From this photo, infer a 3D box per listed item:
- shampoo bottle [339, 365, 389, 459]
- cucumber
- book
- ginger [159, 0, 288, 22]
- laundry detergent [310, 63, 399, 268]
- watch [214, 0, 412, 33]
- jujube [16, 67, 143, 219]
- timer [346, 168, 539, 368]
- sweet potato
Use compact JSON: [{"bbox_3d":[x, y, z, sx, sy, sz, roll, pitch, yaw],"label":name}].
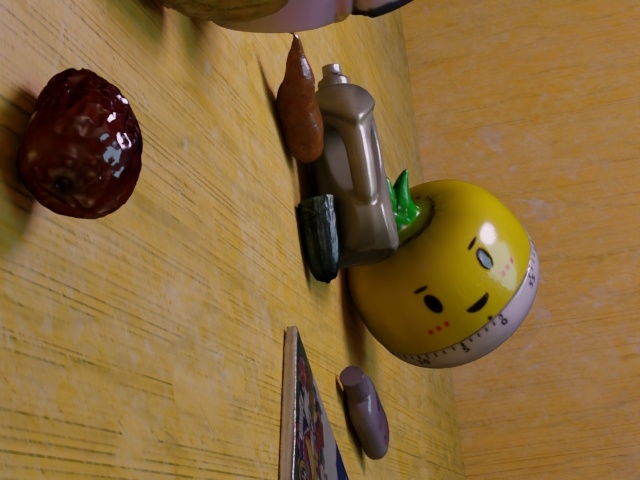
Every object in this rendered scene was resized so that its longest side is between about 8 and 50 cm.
[{"bbox_3d":[0.057,0.216,1.975,0.165,0.040,0.080,70,16,-52],"label":"shampoo bottle"},{"bbox_3d":[0.000,0.000,1.837,0.048,0.048,0.105,24,59,-79],"label":"cucumber"},{"bbox_3d":[0.004,0.280,1.672,0.228,0.018,0.322,-89,166,-46],"label":"book"},{"bbox_3d":[-0.105,-0.300,1.267,0.276,0.130,0.221,43,29,-84],"label":"ginger"},{"bbox_3d":[0.034,-0.100,1.919,0.181,0.091,0.253,124,-42,-78],"label":"laundry detergent"},{"bbox_3d":[-0.015,-0.332,1.472,0.196,0.244,0.231,-76,162,-65],"label":"watch"},{"bbox_3d":[-0.148,-0.062,0.949,0.129,0.077,0.077,-101,177,-62],"label":"jujube"},{"bbox_3d":[0.142,0.014,2.099,0.285,0.285,0.285,-9,90,-81],"label":"timer"},{"bbox_3d":[-0.026,-0.166,1.796,0.056,0.056,0.195,-89,175,-47],"label":"sweet potato"}]
